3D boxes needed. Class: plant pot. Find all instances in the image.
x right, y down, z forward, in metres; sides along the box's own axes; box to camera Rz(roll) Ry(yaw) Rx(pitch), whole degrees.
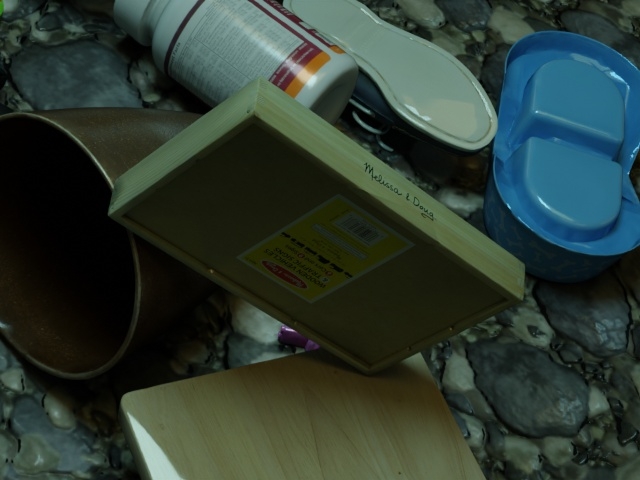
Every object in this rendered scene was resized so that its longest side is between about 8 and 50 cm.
[{"bbox_3d":[-0.143,-0.023,1.235,0.215,0.215,0.230,47,40,19],"label":"plant pot"}]

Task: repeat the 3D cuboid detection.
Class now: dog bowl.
[{"bbox_3d":[0.244,-0.081,1.482,0.166,0.074,0.297,17,49,-6],"label":"dog bowl"}]

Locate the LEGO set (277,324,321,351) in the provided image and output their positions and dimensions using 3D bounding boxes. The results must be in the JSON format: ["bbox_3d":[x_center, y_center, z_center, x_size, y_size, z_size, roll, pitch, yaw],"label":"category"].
[{"bbox_3d":[0.000,-0.006,1.329,0.093,0.087,0.227,12,49,-11],"label":"LEGO set"}]

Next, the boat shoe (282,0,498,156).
[{"bbox_3d":[0.061,-0.156,1.470,0.254,0.079,0.095,33,58,13],"label":"boat shoe"}]

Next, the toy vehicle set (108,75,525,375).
[{"bbox_3d":[0.000,0.000,1.083,0.267,0.166,0.035,34,46,-29],"label":"toy vehicle set"}]

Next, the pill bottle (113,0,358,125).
[{"bbox_3d":[-0.082,-0.183,1.416,0.221,0.121,0.121,37,50,12],"label":"pill bottle"}]

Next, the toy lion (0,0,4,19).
[{"bbox_3d":[-0.342,-0.241,1.434,0.100,0.034,0.096,44,44,16],"label":"toy lion"}]

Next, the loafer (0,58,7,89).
[{"bbox_3d":[-0.369,-0.167,1.345,0.170,0.062,0.061,5,47,-17],"label":"loafer"}]

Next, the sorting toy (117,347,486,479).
[{"bbox_3d":[-0.001,0.220,1.147,0.255,0.089,0.257,-11,58,-26],"label":"sorting toy"}]

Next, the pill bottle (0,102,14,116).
[{"bbox_3d":[-0.377,-0.118,1.250,0.219,0.123,0.122,27,48,-15],"label":"pill bottle"}]
